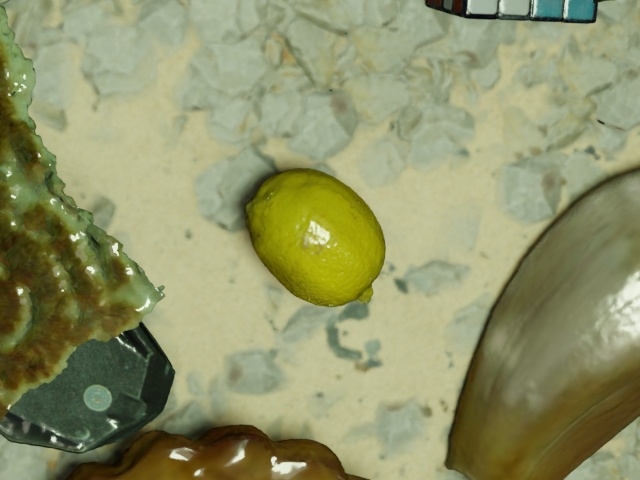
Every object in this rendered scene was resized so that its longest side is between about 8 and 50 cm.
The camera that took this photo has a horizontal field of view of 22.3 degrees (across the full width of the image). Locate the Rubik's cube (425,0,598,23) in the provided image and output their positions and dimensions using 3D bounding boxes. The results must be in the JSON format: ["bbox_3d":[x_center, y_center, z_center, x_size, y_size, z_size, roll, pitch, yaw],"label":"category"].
[{"bbox_3d":[0.126,-0.192,1.059,0.092,0.092,0.092,1,102,-14],"label":"Rubik's cube"}]

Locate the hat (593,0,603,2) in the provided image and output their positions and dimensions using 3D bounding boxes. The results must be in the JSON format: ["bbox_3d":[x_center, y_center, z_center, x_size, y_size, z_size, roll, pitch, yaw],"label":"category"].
[{"bbox_3d":[0.191,-0.343,0.946,0.257,0.382,0.366,-37,114,26],"label":"hat"}]

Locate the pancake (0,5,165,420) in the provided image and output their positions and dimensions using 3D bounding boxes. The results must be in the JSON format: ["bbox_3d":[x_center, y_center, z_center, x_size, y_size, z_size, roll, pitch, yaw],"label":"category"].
[{"bbox_3d":[-0.272,-0.055,0.954,0.305,0.067,0.427,-22,95,21],"label":"pancake"}]

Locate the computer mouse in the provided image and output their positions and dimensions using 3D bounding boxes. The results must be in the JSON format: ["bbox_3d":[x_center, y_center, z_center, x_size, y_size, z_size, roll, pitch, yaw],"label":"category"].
[{"bbox_3d":[-0.199,0.048,1.049,0.231,0.071,0.126,32,108,-8],"label":"computer mouse"}]

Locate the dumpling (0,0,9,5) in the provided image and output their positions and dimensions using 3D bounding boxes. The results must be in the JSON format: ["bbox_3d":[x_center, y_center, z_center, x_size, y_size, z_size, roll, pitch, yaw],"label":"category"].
[{"bbox_3d":[-0.218,-0.203,0.974,0.188,0.108,0.127,-38,85,14],"label":"dumpling"}]

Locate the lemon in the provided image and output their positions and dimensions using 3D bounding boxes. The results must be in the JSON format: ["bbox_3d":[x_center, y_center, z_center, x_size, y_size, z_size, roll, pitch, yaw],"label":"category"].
[{"bbox_3d":[0.000,0.000,1.077,0.082,0.082,0.110,-47,112,0],"label":"lemon"}]

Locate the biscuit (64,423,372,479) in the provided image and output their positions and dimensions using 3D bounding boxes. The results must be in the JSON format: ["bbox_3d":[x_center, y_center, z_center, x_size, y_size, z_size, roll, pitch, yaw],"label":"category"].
[{"bbox_3d":[-0.076,0.277,1.111,0.326,0.107,0.326,-2,101,-11],"label":"biscuit"}]

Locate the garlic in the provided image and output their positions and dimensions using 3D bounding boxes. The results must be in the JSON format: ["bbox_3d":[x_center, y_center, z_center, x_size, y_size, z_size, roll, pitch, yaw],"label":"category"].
[{"bbox_3d":[0.206,0.059,1.141,0.143,0.112,0.318,38,102,-21],"label":"garlic"}]
